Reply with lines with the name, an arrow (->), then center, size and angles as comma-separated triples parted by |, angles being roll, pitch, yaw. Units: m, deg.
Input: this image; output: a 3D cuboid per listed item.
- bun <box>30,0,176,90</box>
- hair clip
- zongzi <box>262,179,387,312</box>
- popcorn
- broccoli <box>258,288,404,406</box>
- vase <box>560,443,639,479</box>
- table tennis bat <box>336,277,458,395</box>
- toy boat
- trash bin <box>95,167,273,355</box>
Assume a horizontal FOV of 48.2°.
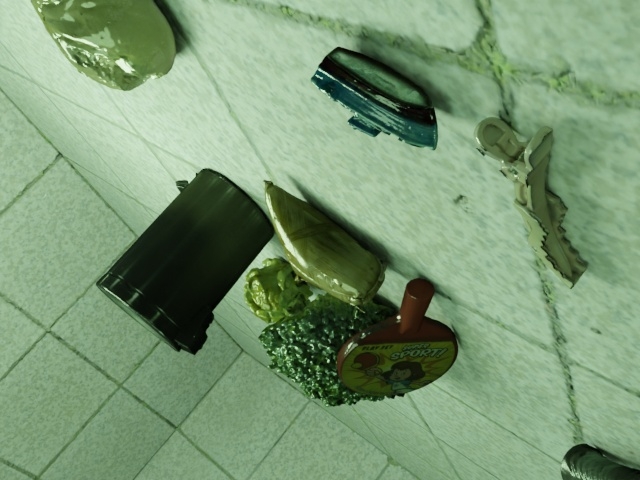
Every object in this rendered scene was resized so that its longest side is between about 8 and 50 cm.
bun -> -0.299, -0.286, 0.952 | 0.237, 0.116, 0.210 | 37, 164, 16
hair clip -> 0.197, -0.029, 0.658 | 0.072, 0.034, 0.226 | 31, 163, 42
zongzi -> 0.000, 0.000, 1.091 | 0.194, 0.099, 0.197 | 23, 149, 47
popcorn -> -0.097, 0.110, 1.528 | 0.141, 0.135, 0.162 | 30, 160, 10
broccoli -> 0.046, 0.177, 1.351 | 0.288, 0.248, 0.245 | 35, -157, -19
vase -> 0.440, 0.355, 1.012 | 0.115, 0.115, 0.237 | 43, 168, -9
table tennis bat -> 0.130, 0.166, 1.151 | 0.310, 0.200, 0.038 | 98, 166, -50
toy boat -> 0.053, -0.128, 0.672 | 0.137, 0.060, 0.061 | 30, 143, 15
trash bin -> -0.249, 0.036, 1.375 | 0.252, 0.301, 0.203 | 32, 161, 20
